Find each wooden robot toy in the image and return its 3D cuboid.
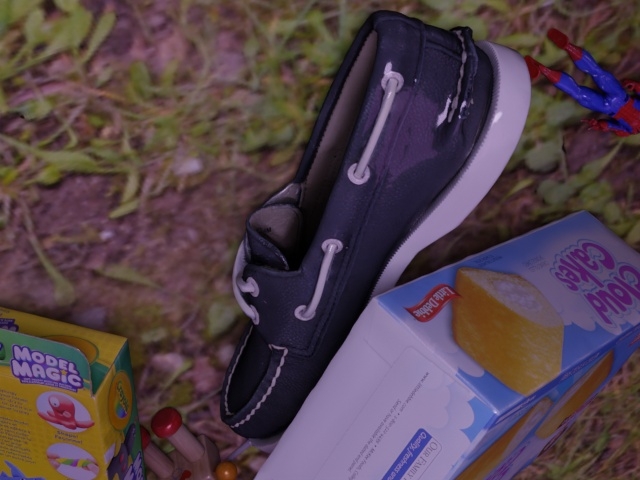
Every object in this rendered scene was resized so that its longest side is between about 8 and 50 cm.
[{"bbox_3d":[-0.100,0.169,0.855,0.173,0.079,0.076,-32,133,10],"label":"wooden robot toy"}]

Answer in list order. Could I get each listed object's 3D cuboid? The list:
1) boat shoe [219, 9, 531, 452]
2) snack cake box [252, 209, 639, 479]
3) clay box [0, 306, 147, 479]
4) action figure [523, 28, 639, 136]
[{"bbox_3d":[0.000,0.000,0.722,0.091,0.114,0.302,18,120,-22],"label":"boat shoe"},{"bbox_3d":[0.093,0.084,0.748,0.264,0.089,0.152,-19,146,-53],"label":"snack cake box"},{"bbox_3d":[-0.173,0.115,0.764,0.127,0.053,0.222,13,132,12],"label":"clay box"},{"bbox_3d":[0.170,-0.084,0.754,0.115,0.030,0.038,24,115,-36],"label":"action figure"}]
